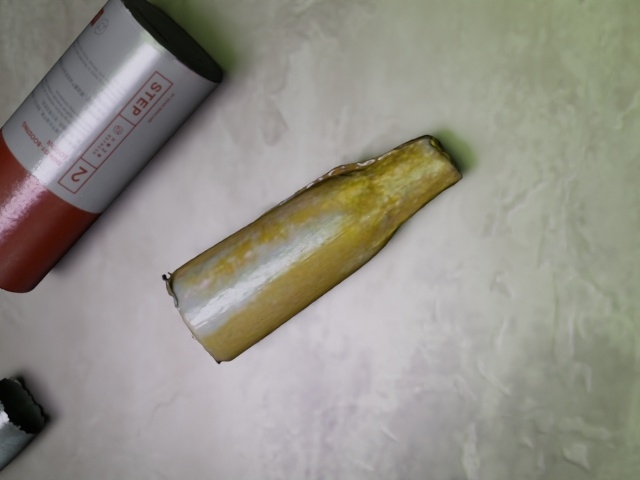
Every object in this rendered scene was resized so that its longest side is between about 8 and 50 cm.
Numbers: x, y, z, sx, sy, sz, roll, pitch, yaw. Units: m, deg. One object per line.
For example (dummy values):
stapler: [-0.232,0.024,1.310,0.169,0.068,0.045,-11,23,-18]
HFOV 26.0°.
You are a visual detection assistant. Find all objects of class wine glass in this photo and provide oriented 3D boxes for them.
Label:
wine glass: [-0.296,0.186,1.063,0.198,0.066,0.066,-39,87,12]

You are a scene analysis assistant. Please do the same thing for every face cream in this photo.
face cream: [-0.175,-0.069,0.990,0.096,0.096,0.214,45,103,5]

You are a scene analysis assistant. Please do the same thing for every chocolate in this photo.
chocolate: [0.000,0.000,0.974,0.219,0.085,0.085,-32,89,10]
